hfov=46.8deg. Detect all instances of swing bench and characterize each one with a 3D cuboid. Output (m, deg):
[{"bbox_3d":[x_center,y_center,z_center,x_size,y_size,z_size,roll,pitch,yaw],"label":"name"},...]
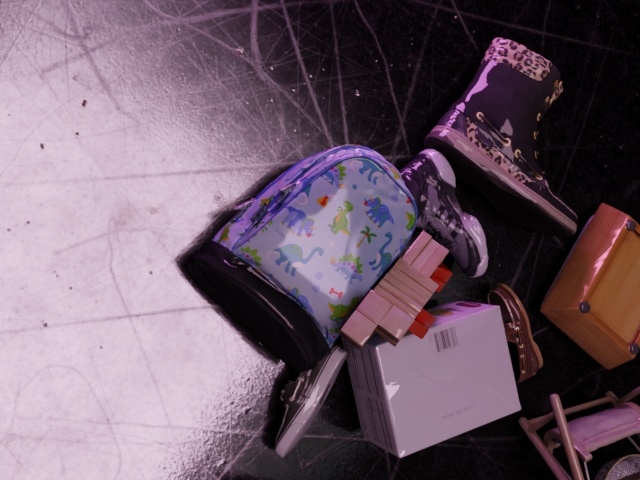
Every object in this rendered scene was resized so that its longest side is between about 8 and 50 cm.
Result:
[{"bbox_3d":[0.582,0.418,1.468,0.253,0.165,0.254,-10,61,-20],"label":"swing bench"}]

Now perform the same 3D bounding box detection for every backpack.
[{"bbox_3d":[0.000,0.000,1.275,0.290,0.273,0.355,46,60,-8],"label":"backpack"}]

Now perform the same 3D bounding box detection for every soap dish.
[{"bbox_3d":[0.628,0.098,1.586,0.229,0.118,0.291,39,75,-17],"label":"soap dish"}]

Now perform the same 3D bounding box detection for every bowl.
[{"bbox_3d":[0.643,0.539,1.593,0.170,0.080,0.170,1,86,-23],"label":"bowl"}]

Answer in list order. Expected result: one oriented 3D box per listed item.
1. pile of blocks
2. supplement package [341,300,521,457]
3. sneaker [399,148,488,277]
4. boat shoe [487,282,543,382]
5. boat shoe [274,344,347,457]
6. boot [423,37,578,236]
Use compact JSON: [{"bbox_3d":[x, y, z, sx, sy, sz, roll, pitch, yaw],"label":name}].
[{"bbox_3d":[0.142,0.118,1.279,0.113,0.149,0.362,36,33,9],"label":"pile of blocks"},{"bbox_3d":[0.201,0.242,1.353,0.262,0.145,0.204,-14,95,-23],"label":"supplement package"},{"bbox_3d":[0.211,-0.032,1.429,0.153,0.101,0.268,-25,92,-21],"label":"sneaker"},{"bbox_3d":[0.387,0.191,1.503,0.073,0.073,0.207,-29,99,-23],"label":"boat shoe"},{"bbox_3d":[-0.032,0.280,1.330,0.070,0.078,0.219,27,79,16],"label":"boat shoe"},{"bbox_3d":[0.419,-0.205,1.506,0.377,0.138,0.284,33,76,-13],"label":"boot"}]
